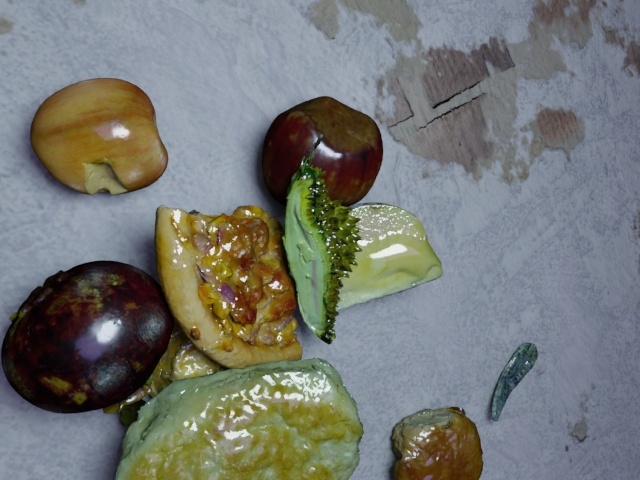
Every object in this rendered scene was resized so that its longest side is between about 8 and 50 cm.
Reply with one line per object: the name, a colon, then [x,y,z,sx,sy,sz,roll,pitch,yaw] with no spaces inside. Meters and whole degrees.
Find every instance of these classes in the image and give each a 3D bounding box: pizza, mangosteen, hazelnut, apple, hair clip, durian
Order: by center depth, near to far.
mangosteen: [-0.321,0.170,0.700,0.231,0.231,0.289,-37,124,-21]
apple: [-0.342,-0.157,0.722,0.199,0.199,0.199,1,87,-24]
pizza: [-0.130,0.075,0.786,0.278,0.114,0.409,-61,138,-41]
durian: [0.001,0.003,0.788,0.106,0.132,0.375,-46,135,-57]
hazelnut: [-0.001,-0.157,0.866,0.233,0.218,0.218,1,87,-28]
apple: [0.086,0.016,0.909,0.264,0.120,0.193,-18,107,-2]
hair clip: [0.469,0.344,1.132,0.229,0.036,0.066,-47,110,-25]

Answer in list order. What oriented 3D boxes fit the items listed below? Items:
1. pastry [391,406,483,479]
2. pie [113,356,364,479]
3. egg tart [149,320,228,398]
pastry: [0.255,0.464,0.997,0.218,0.100,0.229,46,76,-11]
pie: [-0.132,0.385,0.749,0.395,0.180,0.418,5,100,-22]
egg tart: [-0.212,0.222,0.814,0.191,0.074,0.191,2,84,-24]
